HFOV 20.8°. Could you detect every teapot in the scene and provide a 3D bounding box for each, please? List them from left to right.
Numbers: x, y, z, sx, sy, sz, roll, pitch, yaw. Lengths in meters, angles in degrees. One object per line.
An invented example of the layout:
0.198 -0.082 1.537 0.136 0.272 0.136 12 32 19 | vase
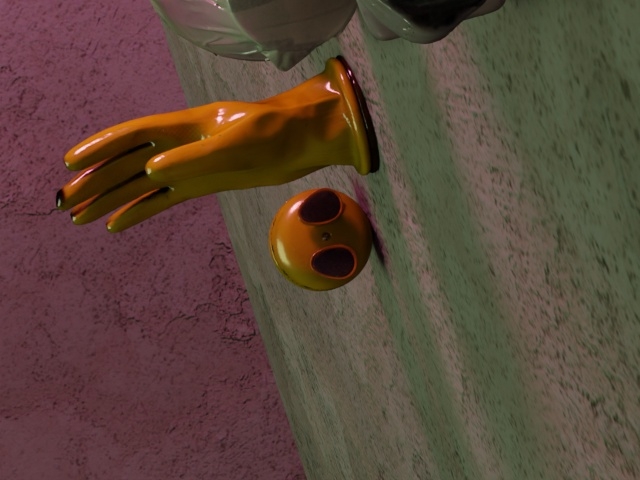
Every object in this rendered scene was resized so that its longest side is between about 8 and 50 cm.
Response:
-0.029 -0.243 1.386 0.163 0.221 0.178 31 -178 -29 | teapot

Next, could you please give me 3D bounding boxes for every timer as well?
0.000 0.000 1.779 0.109 0.107 0.107 146 105 -78 | timer

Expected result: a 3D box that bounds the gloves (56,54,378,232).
-0.103 -0.073 1.621 0.133 0.294 0.116 80 169 -46 | gloves

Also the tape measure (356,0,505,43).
0.039 -0.214 0.927 0.197 0.120 0.236 -85 -20 -73 | tape measure
